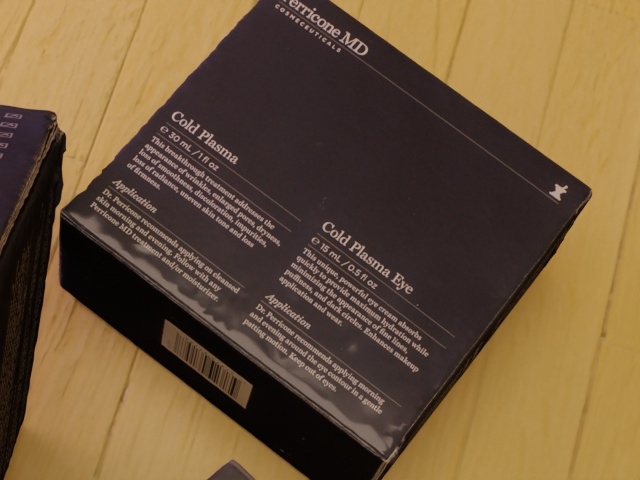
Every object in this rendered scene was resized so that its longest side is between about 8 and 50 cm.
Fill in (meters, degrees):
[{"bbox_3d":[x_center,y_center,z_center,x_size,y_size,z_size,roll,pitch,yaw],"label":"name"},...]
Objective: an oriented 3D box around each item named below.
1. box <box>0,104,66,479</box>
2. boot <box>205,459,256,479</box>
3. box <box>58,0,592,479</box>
[{"bbox_3d":[-0.456,0.060,1.262,0.480,0.472,0.297,9,105,-4],"label":"box"},{"bbox_3d":[-0.147,0.252,1.477,0.208,0.076,0.189,-39,92,-14],"label":"boot"},{"bbox_3d":[0.000,0.000,1.549,0.343,0.179,0.312,37,68,7],"label":"box"}]
